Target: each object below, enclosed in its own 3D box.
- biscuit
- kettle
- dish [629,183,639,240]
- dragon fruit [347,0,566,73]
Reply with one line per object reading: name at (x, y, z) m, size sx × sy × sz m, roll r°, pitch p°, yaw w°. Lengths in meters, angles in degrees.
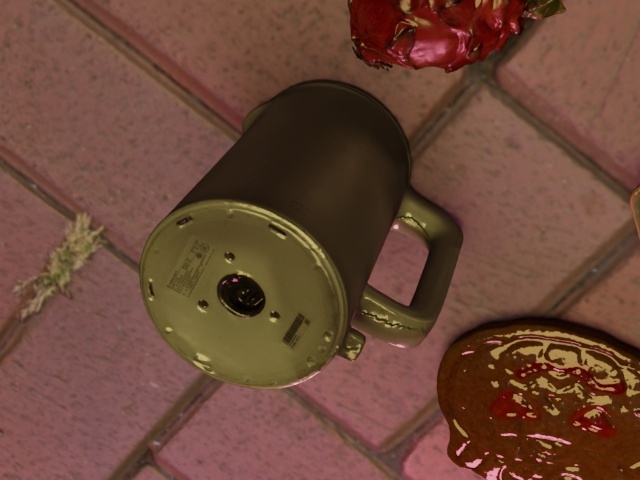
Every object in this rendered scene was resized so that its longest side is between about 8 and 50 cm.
biscuit at (0.272, 0.208, 1.426) m, size 0.273 × 0.049 × 0.257 m, roll 8°, pitch 120°, yaw 16°
kettle at (-0.004, -0.014, 1.235) m, size 0.265 × 0.318 × 0.205 m, roll 3°, pitch 118°, yaw 15°
dish at (0.435, -0.022, 1.229) m, size 0.212 × 0.077 × 0.151 m, roll -12°, pitch 111°, yaw 24°
dragon fruit at (0.119, -0.246, 1.158) m, size 0.209 × 0.172 × 0.172 m, roll -17°, pitch 111°, yaw 10°
